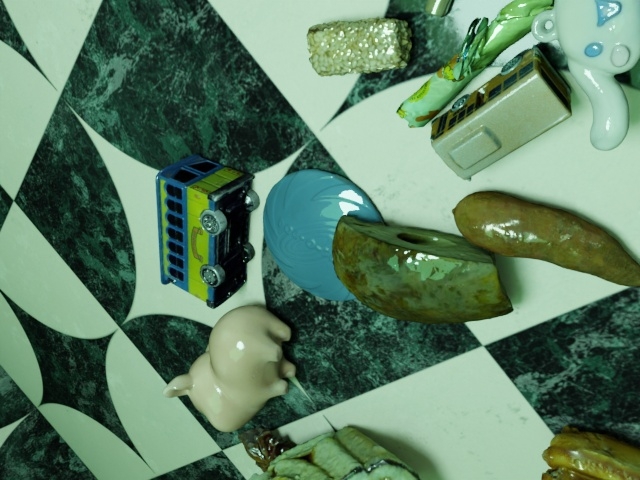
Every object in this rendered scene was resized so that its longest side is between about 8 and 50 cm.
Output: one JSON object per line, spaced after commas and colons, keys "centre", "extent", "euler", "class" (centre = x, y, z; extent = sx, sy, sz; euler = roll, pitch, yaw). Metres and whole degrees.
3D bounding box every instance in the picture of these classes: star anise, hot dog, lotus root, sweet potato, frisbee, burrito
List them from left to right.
{"centre": [-0.105, 0.590, 1.371], "extent": [0.220, 0.099, 0.214], "euler": [54, 144, -11], "class": "star anise"}
{"centre": [-0.003, 0.002, 1.001], "extent": [0.289, 0.049, 0.290], "euler": [15, 122, 25], "class": "frisbee"}
{"centre": [0.158, 0.067, 0.856], "extent": [0.313, 0.142, 0.210], "euler": [1, 115, 24], "class": "lotus root"}
{"centre": [0.203, -0.250, 0.696], "extent": [0.288, 0.104, 0.054], "euler": [-38, 83, 39], "class": "burrito"}
{"centre": [0.335, -0.004, 0.758], "extent": [0.291, 0.097, 0.098], "euler": [22, 125, 20], "class": "sweet potato"}
{"centre": [0.551, 0.424, 0.847], "extent": [0.348, 0.117, 0.159], "euler": [13, 94, 18], "class": "hot dog"}

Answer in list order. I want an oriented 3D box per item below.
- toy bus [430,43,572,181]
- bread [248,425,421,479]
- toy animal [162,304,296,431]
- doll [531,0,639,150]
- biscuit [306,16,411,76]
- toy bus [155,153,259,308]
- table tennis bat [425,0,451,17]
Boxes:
{"centre": [0.243, -0.166, 0.706], "extent": [0.091, 0.103, 0.182], "euler": [42, 132, -17], "class": "toy bus"}
{"centre": [0.035, 0.569, 1.156], "extent": [0.395, 0.264, 0.239], "euler": [-25, 99, 1], "class": "bread"}
{"centre": [-0.196, 0.298, 1.193], "extent": [0.269, 0.237, 0.327], "euler": [9, 116, 17], "class": "toy animal"}
{"centre": [0.363, -0.296, 0.550], "extent": [0.242, 0.159, 0.311], "euler": [-25, 99, 53], "class": "doll"}
{"centre": [0.057, -0.299, 0.782], "extent": [0.168, 0.070, 0.082], "euler": [6, 114, 32], "class": "biscuit"}
{"centre": [-0.244, -0.016, 1.085], "extent": [0.175, 0.138, 0.288], "euler": [22, 125, 19], "class": "toy bus"}
{"centre": [0.199, -0.418, 0.659], "extent": [0.138, 0.022, 0.247], "euler": [30, 127, 14], "class": "table tennis bat"}
